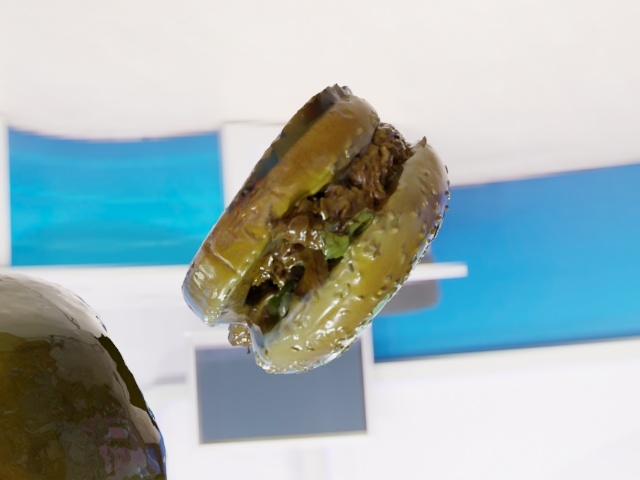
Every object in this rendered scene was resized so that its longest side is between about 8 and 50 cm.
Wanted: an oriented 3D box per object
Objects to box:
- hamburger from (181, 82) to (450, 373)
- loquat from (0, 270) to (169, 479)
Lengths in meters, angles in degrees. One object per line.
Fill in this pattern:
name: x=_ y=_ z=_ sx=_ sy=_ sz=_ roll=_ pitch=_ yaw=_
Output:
hamburger: x=-0.003 y=0.003 z=0.892 sx=0.191 sy=0.118 sz=0.182 roll=-48 pitch=177 yaw=30
loquat: x=-0.202 y=0.120 z=0.691 sx=0.246 sy=0.213 sz=0.213 roll=-20 pitch=174 yaw=-15
